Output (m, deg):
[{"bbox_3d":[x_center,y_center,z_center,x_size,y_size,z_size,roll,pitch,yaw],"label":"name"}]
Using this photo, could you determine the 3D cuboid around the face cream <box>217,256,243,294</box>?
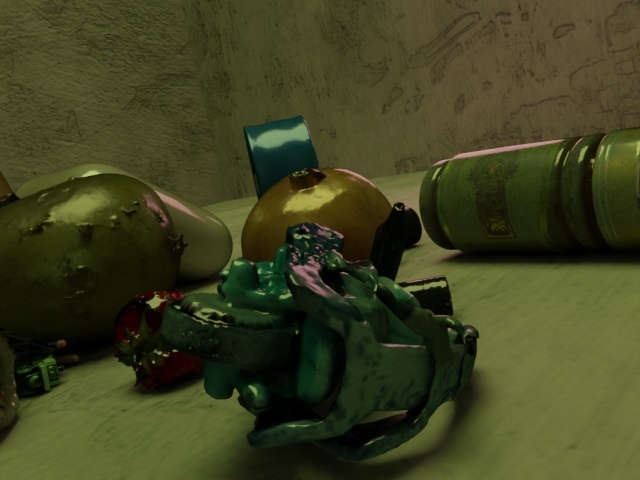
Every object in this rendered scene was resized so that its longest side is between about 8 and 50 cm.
[{"bbox_3d":[-0.015,0.030,0.946,0.311,0.092,0.092,-19,11,-40],"label":"face cream"}]

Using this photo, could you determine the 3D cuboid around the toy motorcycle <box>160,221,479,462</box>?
[{"bbox_3d":[0.012,0.069,0.493,0.206,0.154,0.260,12,4,16],"label":"toy motorcycle"}]

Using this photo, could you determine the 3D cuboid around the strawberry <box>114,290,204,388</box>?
[{"bbox_3d":[-0.158,0.099,0.674,0.106,0.106,0.106,-11,8,2],"label":"strawberry"}]

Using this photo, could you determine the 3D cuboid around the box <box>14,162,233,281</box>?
[{"bbox_3d":[-0.353,-0.019,1.190,0.289,0.141,0.349,-4,-21,39],"label":"box"}]

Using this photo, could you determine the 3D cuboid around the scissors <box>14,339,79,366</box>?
[{"bbox_3d":[-0.354,0.147,0.805,0.113,0.039,0.012,-16,37,10],"label":"scissors"}]

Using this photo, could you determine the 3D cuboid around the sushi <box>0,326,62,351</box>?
[{"bbox_3d":[-0.430,0.102,0.662,0.193,0.043,0.279,-5,-24,13],"label":"sushi"}]

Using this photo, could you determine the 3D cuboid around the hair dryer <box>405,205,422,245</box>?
[{"bbox_3d":[0.061,-0.002,1.211,0.128,0.070,0.255,-17,2,-30],"label":"hair dryer"}]

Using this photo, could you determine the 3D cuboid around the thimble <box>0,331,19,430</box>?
[{"bbox_3d":[-0.337,0.135,0.605,0.090,0.102,0.115,-14,-2,-11],"label":"thimble"}]

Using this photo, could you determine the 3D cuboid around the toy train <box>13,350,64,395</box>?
[{"bbox_3d":[-0.320,0.149,0.743,0.053,0.033,0.083,-13,8,-38],"label":"toy train"}]

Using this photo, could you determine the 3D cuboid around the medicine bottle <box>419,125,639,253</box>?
[{"bbox_3d":[0.298,-0.058,0.888,0.151,0.151,0.322,-18,10,-40],"label":"medicine bottle"}]

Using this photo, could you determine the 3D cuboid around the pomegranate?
[{"bbox_3d":[-0.001,0.002,0.787,0.191,0.191,0.191,-11,8,2],"label":"pomegranate"}]

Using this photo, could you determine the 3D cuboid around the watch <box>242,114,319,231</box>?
[{"bbox_3d":[-0.071,-0.125,1.430,0.241,0.274,0.305,-14,8,-8],"label":"watch"}]

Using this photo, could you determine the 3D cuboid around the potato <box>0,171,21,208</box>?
[{"bbox_3d":[-0.711,-0.034,0.980,0.442,0.319,0.385,-40,10,-2],"label":"potato"}]

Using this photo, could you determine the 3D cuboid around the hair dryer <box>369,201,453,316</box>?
[{"bbox_3d":[0.040,0.032,0.636,0.173,0.050,0.195,-13,-36,2],"label":"hair dryer"}]

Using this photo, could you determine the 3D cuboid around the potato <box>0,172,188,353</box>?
[{"bbox_3d":[-0.361,0.048,0.881,0.359,0.219,0.270,-22,-1,-18],"label":"potato"}]
